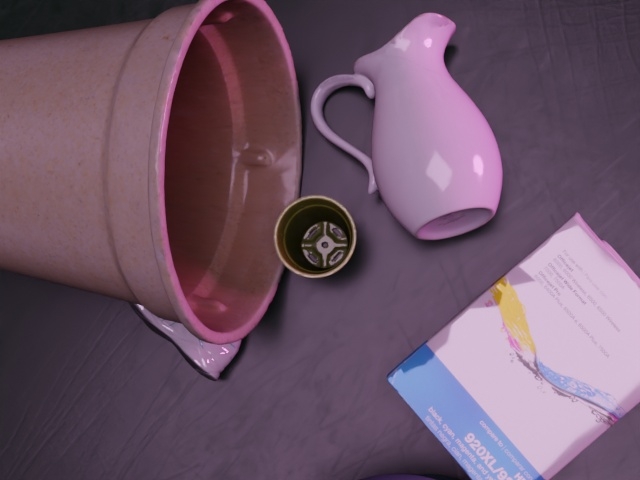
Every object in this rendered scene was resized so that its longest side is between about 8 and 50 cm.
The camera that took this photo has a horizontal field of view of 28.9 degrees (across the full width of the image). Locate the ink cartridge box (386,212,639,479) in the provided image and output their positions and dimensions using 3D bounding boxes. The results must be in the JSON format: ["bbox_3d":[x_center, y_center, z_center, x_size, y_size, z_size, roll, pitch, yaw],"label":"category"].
[{"bbox_3d":[0.207,0.117,1.183,0.233,0.171,0.168,-41,81,2],"label":"ink cartridge box"}]

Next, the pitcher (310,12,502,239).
[{"bbox_3d":[0.085,-0.100,1.262,0.178,0.125,0.207,-25,69,25],"label":"pitcher"}]

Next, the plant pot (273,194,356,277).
[{"bbox_3d":[0.000,0.000,1.271,0.083,0.079,0.083,-1,84,9],"label":"plant pot"}]

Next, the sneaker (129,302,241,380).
[{"bbox_3d":[-0.148,0.078,1.302,0.152,0.053,0.061,41,76,7],"label":"sneaker"}]

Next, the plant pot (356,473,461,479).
[{"bbox_3d":[0.076,0.330,1.120,0.272,0.255,0.271,1,94,18],"label":"plant pot"}]

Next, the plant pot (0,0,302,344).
[{"bbox_3d":[-0.217,-0.078,1.211,0.305,0.334,0.334,4,84,19],"label":"plant pot"}]
